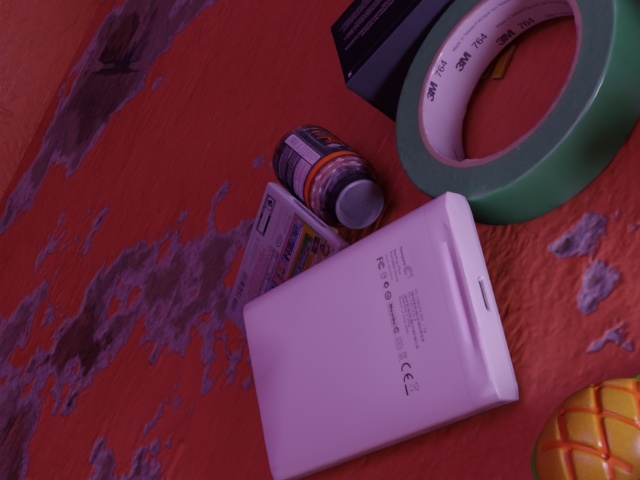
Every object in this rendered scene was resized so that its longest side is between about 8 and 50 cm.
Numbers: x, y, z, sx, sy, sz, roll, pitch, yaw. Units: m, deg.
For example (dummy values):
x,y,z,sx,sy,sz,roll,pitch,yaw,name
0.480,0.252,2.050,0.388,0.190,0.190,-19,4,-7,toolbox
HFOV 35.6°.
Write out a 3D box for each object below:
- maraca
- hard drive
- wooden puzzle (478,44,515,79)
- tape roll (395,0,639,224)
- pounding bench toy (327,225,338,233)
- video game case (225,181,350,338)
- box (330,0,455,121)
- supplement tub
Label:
x,y,z,sx,sy,sz,roll,pitch,yaw,name
0.264,0.163,0.847,0.185,0.099,0.127,-34,38,-6,maraca
0.052,0.123,1.153,0.353,0.047,0.233,-30,62,39,hard drive
0.213,-0.249,1.301,0.078,0.014,0.116,-61,32,0,wooden puzzle
0.226,-0.179,1.159,0.321,0.077,0.321,-31,46,38,tape roll
0.000,0.000,1.371,0.083,0.052,0.065,-33,42,37,pounding bench toy
-0.050,0.056,1.343,0.193,0.023,0.212,42,119,47,video game case
0.141,-0.320,1.362,0.261,0.103,0.184,-45,28,24,box
0.014,-0.084,1.368,0.106,0.106,0.198,-56,34,8,supplement tub
